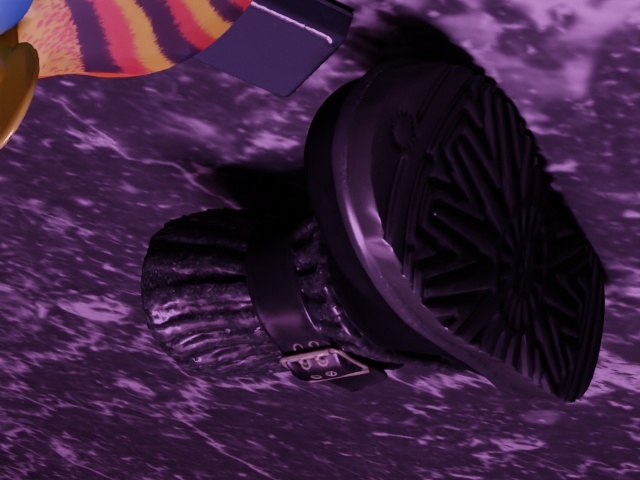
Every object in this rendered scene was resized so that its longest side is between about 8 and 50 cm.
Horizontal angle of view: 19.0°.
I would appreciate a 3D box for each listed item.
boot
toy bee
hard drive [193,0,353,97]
[{"bbox_3d":[-0.001,0.004,1.126,0.260,0.131,0.348,7,157,27],"label":"boot"},{"bbox_3d":[-0.182,-0.118,0.891,0.298,0.195,0.162,17,130,0],"label":"toy bee"},{"bbox_3d":[-0.060,-0.122,1.009,0.135,0.022,0.094,23,158,-13],"label":"hard drive"}]
